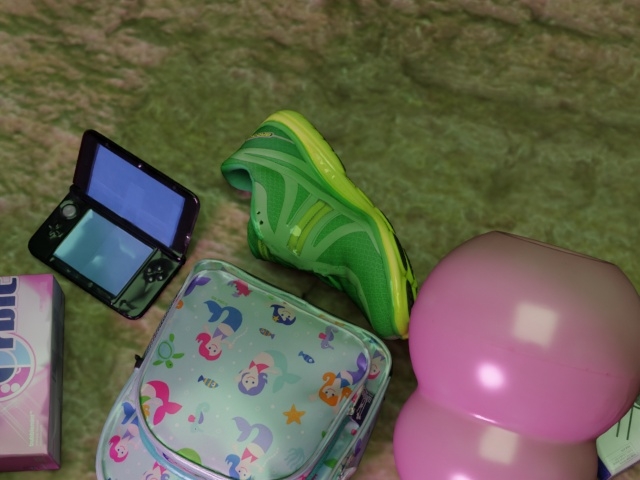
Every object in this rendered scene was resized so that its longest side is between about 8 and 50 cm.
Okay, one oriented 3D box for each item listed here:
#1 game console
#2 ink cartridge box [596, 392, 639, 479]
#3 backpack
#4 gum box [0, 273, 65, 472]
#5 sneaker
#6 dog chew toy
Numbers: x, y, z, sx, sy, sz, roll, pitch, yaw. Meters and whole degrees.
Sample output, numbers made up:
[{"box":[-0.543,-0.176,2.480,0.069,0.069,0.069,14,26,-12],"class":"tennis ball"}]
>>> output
[{"box":[-0.206,-0.015,1.244,0.144,0.085,0.124,32,71,14],"class":"game console"},{"box":[0.328,0.135,1.198,0.207,0.046,0.097,-29,71,-11],"class":"ink cartridge box"},{"box":[-0.072,0.163,1.121,0.225,0.191,0.253,27,75,10],"class":"backpack"},{"box":[-0.302,0.121,1.198,0.107,0.062,0.188,-3,67,-1],"class":"gum box"},{"box":[0.000,0.000,1.222,0.123,0.109,0.295,-34,53,-4],"class":"sneaker"},{"box":[0.156,0.164,1.092,0.207,0.206,0.331,16,94,7],"class":"dog chew toy"}]
